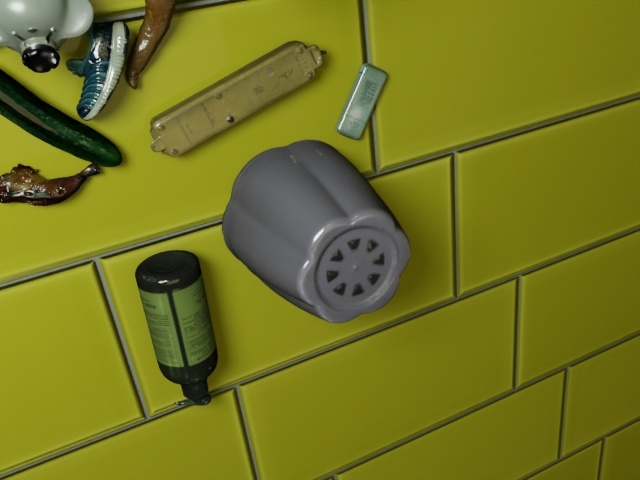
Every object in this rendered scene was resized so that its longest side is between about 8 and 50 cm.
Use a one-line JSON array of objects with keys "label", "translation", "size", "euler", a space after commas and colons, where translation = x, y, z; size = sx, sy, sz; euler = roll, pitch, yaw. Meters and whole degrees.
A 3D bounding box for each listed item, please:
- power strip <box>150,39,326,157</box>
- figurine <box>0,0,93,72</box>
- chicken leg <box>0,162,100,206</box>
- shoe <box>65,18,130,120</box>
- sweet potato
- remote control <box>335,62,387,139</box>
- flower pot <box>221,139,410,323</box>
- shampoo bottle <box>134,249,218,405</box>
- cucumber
[{"label": "power strip", "translation": [-0.123, -0.218, 0.951], "size": [0.305, 0.044, 0.064], "euler": [-32, 123, -9]}, {"label": "figurine", "translation": [-0.348, -0.291, 0.746], "size": [0.147, 0.126, 0.193], "euler": [-12, 86, -10]}, {"label": "chicken leg", "translation": [-0.385, -0.078, 0.889], "size": [0.145, 0.037, 0.062], "euler": [-4, 100, -24]}, {"label": "shoe", "translation": [-0.302, -0.229, 0.844], "size": [0.071, 0.064, 0.143], "euler": [18, 110, -15]}, {"label": "sweet potato", "translation": [-0.221, -0.301, 0.841], "size": [0.050, 0.050, 0.214], "euler": [8, 131, -30]}, {"label": "remote control", "translation": [0.068, -0.231, 1.056], "size": [0.053, 0.018, 0.125], "euler": [14, 106, -33]}, {"label": "flower pot", "translation": [0.000, 0.000, 0.997], "size": [0.265, 0.243, 0.265], "euler": [-10, 118, -20]}, {"label": "shampoo bottle", "translation": [-0.225, 0.159, 1.036], "size": [0.101, 0.101, 0.284], "euler": [-17, 119, -20]}, {"label": "cucumber", "translation": [-0.385, -0.172, 0.830], "size": [0.284, 0.056, 0.056], "euler": [33, 95, -35]}]
